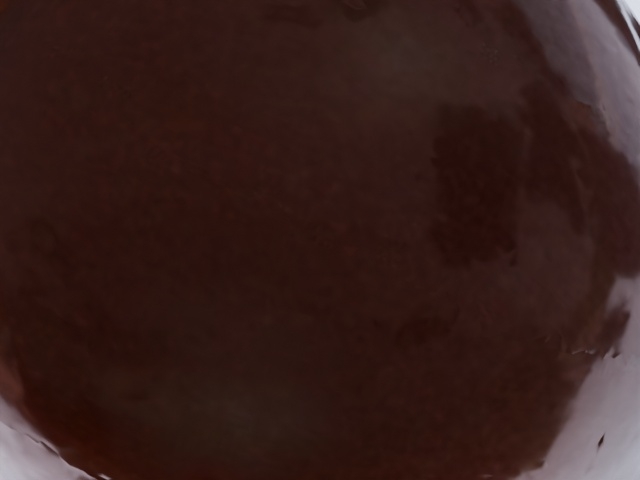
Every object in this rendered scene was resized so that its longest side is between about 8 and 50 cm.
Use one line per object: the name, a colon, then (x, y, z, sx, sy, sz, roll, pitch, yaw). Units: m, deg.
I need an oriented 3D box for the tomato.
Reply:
tomato: (0.000, 0.000, 0.666, 0.321, 0.321, 0.321, -7, -128, 8)
